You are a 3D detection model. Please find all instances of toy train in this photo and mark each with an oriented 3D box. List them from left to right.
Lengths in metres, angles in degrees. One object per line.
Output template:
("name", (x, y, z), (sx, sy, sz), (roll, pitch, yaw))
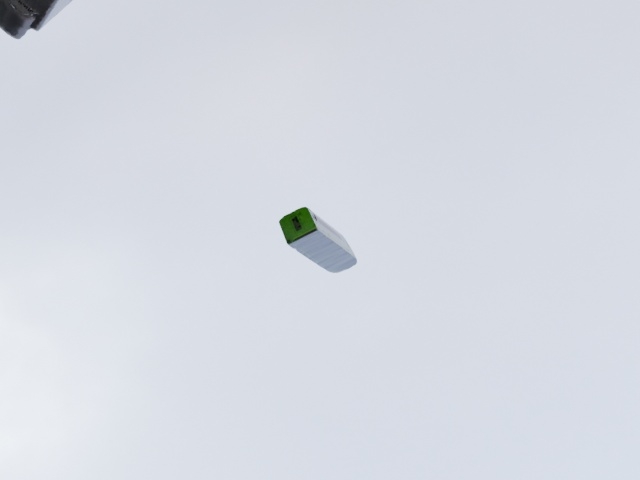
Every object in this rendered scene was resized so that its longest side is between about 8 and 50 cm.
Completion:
("toy train", (0.000, 0.000, 1.730), (0.044, 0.042, 0.209), (-26, 162, 10))

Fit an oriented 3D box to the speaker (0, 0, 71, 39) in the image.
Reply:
("speaker", (-0.285, -0.374, 1.290), (0.254, 0.232, 0.184), (-43, -172, 41))
